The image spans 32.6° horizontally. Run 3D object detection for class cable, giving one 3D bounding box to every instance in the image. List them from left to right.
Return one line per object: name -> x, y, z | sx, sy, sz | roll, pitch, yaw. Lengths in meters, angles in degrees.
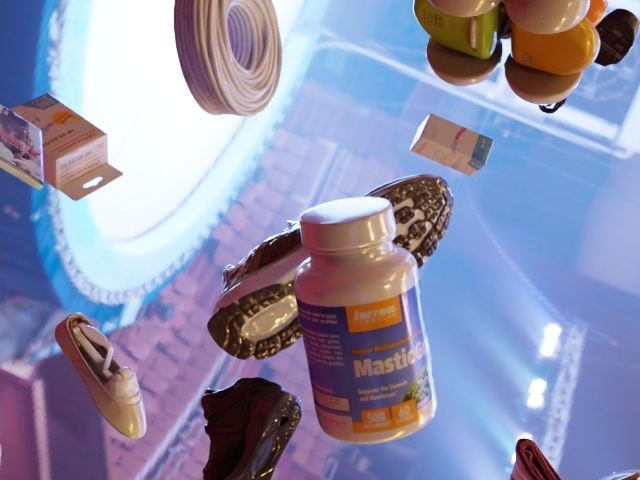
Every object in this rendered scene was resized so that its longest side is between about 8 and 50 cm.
cable -> -0.148, -0.326, 1.756 | 0.257, 0.089, 0.257 | 64, 34, -43

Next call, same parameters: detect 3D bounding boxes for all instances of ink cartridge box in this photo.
ink cartridge box -> -0.397, -0.145, 1.669 | 0.104, 0.181, 0.061 | -36, 149, -38
ink cartridge box -> 0.226, -0.165, 1.893 | 0.088, 0.122, 0.052 | 128, -17, -76

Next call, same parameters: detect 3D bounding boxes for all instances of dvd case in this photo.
dvd case -> -0.410, -0.129, 1.468 | 0.013, 0.087, 0.119 | -36, -139, 22

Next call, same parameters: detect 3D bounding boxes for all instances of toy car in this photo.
toy car -> 0.184, -0.227, 1.044 | 0.159, 0.182, 0.136 | 75, 34, -61

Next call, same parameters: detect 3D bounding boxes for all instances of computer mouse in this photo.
computer mouse -> 0.430, -0.291, 1.774 | 0.242, 0.071, 0.041 | -46, -172, 48

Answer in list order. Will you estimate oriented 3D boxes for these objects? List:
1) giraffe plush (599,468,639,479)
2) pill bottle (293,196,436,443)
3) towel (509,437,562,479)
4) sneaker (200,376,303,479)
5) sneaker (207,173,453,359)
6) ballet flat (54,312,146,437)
giraffe plush -> 0.269, 0.323, 1.009 | 0.181, 0.210, 0.170 | 31, 38, -82
pill bottle -> 0.051, 0.092, 1.319 | 0.152, 0.152, 0.272 | -54, 137, -67
towel -> 0.329, 0.425, 1.508 | 0.037, 0.237, 0.329 | -28, 152, -11
sneaker -> -0.125, 0.286, 1.489 | 0.087, 0.130, 0.227 | 27, 91, -45
sneaker -> 0.000, 0.000, 1.628 | 0.410, 0.158, 0.182 | -31, -141, 7
ballet flat -> -0.368, 0.225, 1.872 | 0.086, 0.248, 0.086 | -38, 167, -10
